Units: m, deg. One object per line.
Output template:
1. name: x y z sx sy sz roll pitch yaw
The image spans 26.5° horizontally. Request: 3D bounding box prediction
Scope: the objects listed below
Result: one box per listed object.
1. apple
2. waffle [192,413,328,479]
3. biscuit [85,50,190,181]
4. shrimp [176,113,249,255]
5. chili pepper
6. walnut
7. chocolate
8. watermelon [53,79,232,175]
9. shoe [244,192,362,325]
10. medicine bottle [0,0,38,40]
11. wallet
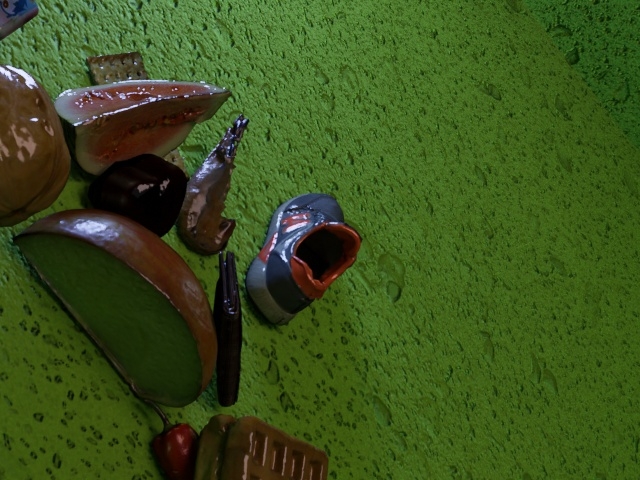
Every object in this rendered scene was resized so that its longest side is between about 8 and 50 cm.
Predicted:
1. apple: -0.265 0.076 1.919 0.179 0.254 0.346 -42 109 -15
2. waffle: -0.094 0.424 1.891 0.224 0.098 0.328 36 52 -47
3. biscuit: -0.289 -0.190 2.168 0.139 0.016 0.231 -20 86 -58
4. shrimp: -0.168 -0.087 2.233 0.117 0.066 0.262 59 44 -37
5. chili pepper: -0.177 0.336 1.931 0.071 0.063 0.272 -39 105 -44
6. walnut: -0.425 -0.130 1.771 0.195 0.195 0.222 17 54 -50
7. chocolate: -0.261 -0.057 2.019 0.148 0.080 0.125 -21 114 -45
8. watermelon: -0.291 -0.162 2.046 0.303 0.159 0.128 -18 115 -45
9. shoe: 0.000 0.000 2.313 0.132 0.171 0.336 53 34 -17
10. medicine bottle: -0.498 -0.363 1.905 0.188 0.094 0.119 56 33 -15
11. wallet: -0.138 0.133 2.003 0.230 0.042 0.124 93 -10 -48
